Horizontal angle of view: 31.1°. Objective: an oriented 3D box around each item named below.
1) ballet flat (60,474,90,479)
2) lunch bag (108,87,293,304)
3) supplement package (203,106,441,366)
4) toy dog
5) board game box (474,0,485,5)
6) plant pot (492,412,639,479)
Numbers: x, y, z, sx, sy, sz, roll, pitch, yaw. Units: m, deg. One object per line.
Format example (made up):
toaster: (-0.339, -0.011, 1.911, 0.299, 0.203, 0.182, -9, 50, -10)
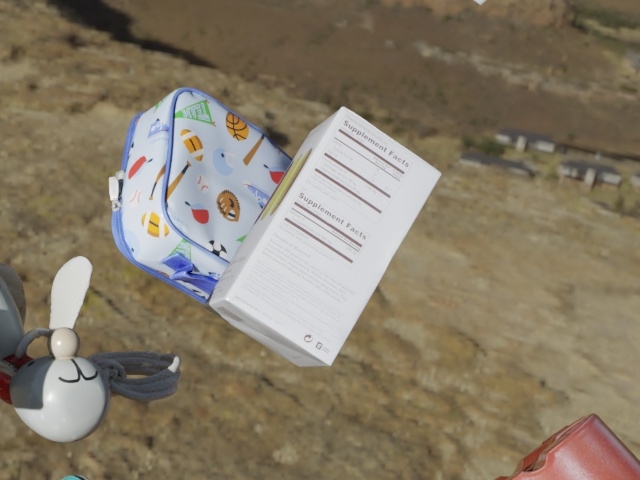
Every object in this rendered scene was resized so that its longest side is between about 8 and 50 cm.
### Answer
ballet flat: (-0.227, 0.304, 1.224, 0.072, 0.068, 0.213, -44, 25, -20)
lunch bag: (-0.120, -0.028, 1.394, 0.303, 0.115, 0.243, 32, 47, -38)
supplement package: (0.000, 0.000, 1.251, 0.134, 0.244, 0.139, 33, -15, -10)
toy dog: (-0.296, 0.054, 1.036, 0.334, 0.161, 0.220, 10, 16, 25)
board game box: (0.073, -0.326, 0.603, 0.336, 0.254, 0.079, 38, 22, -32)
plant pot: (0.293, 0.345, 1.215, 0.265, 0.272, 0.272, 54, 33, 11)
